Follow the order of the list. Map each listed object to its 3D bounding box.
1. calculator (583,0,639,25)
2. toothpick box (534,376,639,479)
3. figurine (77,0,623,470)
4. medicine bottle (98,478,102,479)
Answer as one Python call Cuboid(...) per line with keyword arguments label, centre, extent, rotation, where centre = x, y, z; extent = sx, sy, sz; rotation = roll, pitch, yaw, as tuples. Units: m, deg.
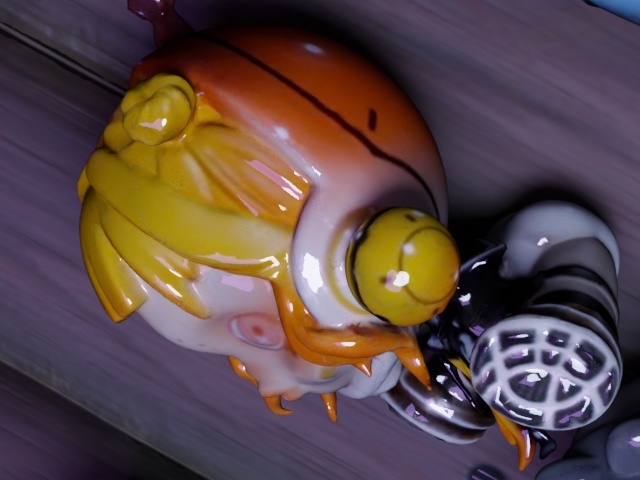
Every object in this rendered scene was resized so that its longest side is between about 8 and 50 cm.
Cuboid(label="calculator", centre=(0.247, -0.161, 0.821), extent=(0.293, 0.051, 0.173), rotation=(24, 112, 21))
Cuboid(label="toothpick box", centre=(0.265, 0.136, 0.926), extent=(0.316, 0.229, 0.229), rotation=(-30, 105, 32))
Cuboid(label="figurine", centre=(0.003, -0.003, 0.954), extent=(0.323, 0.196, 0.320), rotation=(28, 165, -9))
Cuboid(label="medicine bottle", centre=(-0.002, 0.339, 1.126), extent=(0.406, 0.236, 0.236), rotation=(19, 123, 10))
